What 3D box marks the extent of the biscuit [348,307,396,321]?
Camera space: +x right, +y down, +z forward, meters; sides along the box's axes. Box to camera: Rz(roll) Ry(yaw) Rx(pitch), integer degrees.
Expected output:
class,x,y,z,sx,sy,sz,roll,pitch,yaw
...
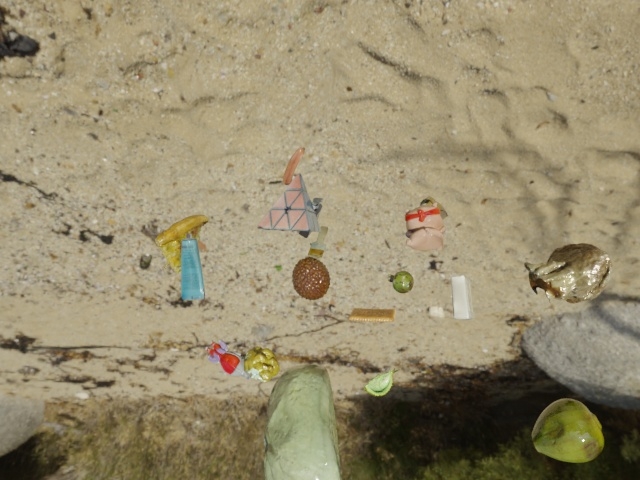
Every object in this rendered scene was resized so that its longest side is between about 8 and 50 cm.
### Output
class,x,y,z,sx,sy,sz,roll,pitch,yaw
biscuit,0.289,0.411,2.263,0.249,0.030,0.160,-1,-170,16

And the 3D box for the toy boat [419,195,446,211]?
class,x,y,z,sx,sy,sz,roll,pitch,yaw
toy boat,0.576,-0.162,2.085,0.089,0.121,0.321,-44,161,17

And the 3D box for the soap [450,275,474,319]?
class,x,y,z,sx,sy,sz,roll,pitch,yaw
soap,0.614,0.250,1.765,0.063,0.183,0.121,-9,164,31

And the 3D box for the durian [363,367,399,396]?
class,x,y,z,sx,sy,sz,roll,pitch,yaw
durian,0.289,0.677,1.939,0.215,0.086,0.100,-17,130,-32

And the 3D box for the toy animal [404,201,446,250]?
class,x,y,z,sx,sy,sz,roll,pitch,yaw
toy animal,0.422,-0.057,1.668,0.171,0.198,0.171,2,147,1

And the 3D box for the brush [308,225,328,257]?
class,x,y,z,sx,sy,sz,roll,pitch,yaw
brush,0.000,0.000,2.051,0.085,0.336,0.020,8,117,7

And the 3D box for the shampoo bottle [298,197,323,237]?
class,x,y,z,sx,sy,sz,roll,pitch,yaw
shampoo bottle,-0.048,-0.123,2.063,0.071,0.098,0.309,35,153,7

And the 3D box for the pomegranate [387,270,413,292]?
class,x,y,z,sx,sy,sz,roll,pitch,yaw
pomegranate,0.394,0.203,2.024,0.114,0.115,0.142,23,173,-42

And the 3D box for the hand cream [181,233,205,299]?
class,x,y,z,sx,sy,sz,roll,pitch,yaw
hand cream,-0.434,0.088,1.373,0.083,0.224,0.048,-2,-177,3

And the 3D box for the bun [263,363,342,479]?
class,x,y,z,sx,sy,sz,roll,pitch,yaw
bun,-0.029,0.288,0.580,0.108,0.221,0.221,-4,157,-1

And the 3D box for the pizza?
class,x,y,z,sx,sy,sz,roll,pitch,yaw
pizza,-0.573,0.030,1.711,0.075,0.280,0.288,28,130,13

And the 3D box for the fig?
class,x,y,z,sx,sy,sz,roll,pitch,yaw
fig,0.884,0.691,1.457,0.230,0.207,0.207,-33,157,-7

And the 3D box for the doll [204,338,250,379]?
class,x,y,z,sx,sy,sz,roll,pitch,yaw
doll,-0.372,0.491,1.655,0.227,0.102,0.075,32,174,13

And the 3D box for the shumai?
class,x,y,z,sx,sy,sz,roll,pitch,yaw
shumai,1.032,0.127,1.741,0.262,0.267,0.314,6,154,-17

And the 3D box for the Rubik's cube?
class,x,y,z,sx,sy,sz,roll,pitch,yaw
Rubik's cube,-0.105,-0.107,1.787,0.228,0.233,0.228,40,141,7

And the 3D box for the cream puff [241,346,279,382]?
class,x,y,z,sx,sy,sz,roll,pitch,yaw
cream puff,-0.224,0.486,1.591,0.156,0.121,0.156,17,147,12

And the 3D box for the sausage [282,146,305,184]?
class,x,y,z,sx,sy,sz,roll,pitch,yaw
sausage,-0.109,-0.296,1.629,0.047,0.040,0.177,6,131,-29

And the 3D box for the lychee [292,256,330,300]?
class,x,y,z,sx,sy,sz,roll,pitch,yaw
lychee,-0.047,0.187,1.938,0.200,0.200,0.238,4,137,-8
